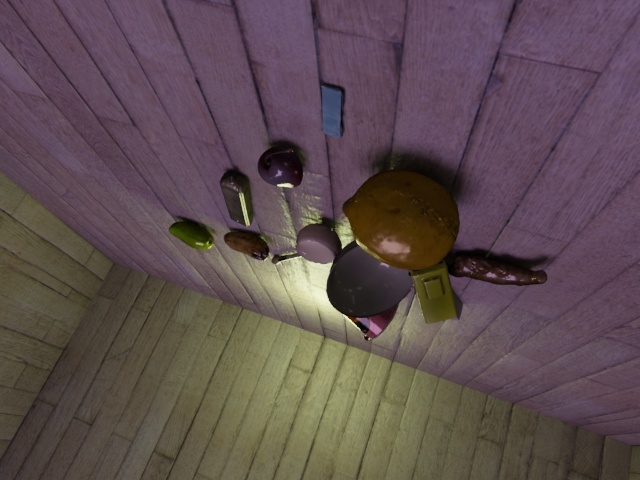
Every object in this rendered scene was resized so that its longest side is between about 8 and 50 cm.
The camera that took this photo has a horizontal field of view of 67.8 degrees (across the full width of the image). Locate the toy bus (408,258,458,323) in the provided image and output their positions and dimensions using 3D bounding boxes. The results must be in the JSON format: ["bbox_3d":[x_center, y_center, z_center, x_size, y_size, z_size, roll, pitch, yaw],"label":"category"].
[{"bbox_3d":[0.370,0.143,1.583,0.128,0.150,0.262,-16,128,10],"label":"toy bus"}]

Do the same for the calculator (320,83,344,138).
[{"bbox_3d":[0.029,-0.304,1.136,0.057,0.018,0.172,17,158,10],"label":"calculator"}]

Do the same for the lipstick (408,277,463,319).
[{"bbox_3d":[0.450,0.199,1.835,0.076,0.080,0.371,2,152,38],"label":"lipstick"}]

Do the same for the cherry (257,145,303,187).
[{"bbox_3d":[-0.089,-0.208,1.351,0.188,0.115,0.148,-6,126,41],"label":"cherry"}]

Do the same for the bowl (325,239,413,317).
[{"bbox_3d":[0.161,0.100,1.694,0.337,0.337,0.157,36,-165,-32],"label":"bowl"}]

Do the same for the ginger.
[{"bbox_3d":[0.551,0.097,1.510,0.333,0.080,0.166,5,168,36],"label":"ginger"}]

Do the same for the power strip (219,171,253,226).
[{"bbox_3d":[-0.304,-0.154,1.750,0.092,0.066,0.387,22,161,4],"label":"power strip"}]

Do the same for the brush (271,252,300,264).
[{"bbox_3d":[-0.141,0.072,2.163,0.039,0.042,0.299,34,152,-26],"label":"brush"}]

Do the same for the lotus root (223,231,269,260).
[{"bbox_3d":[-0.326,0.014,2.119,0.258,0.097,0.110,20,152,27],"label":"lotus root"}]

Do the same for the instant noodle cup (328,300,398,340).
[{"bbox_3d":[0.180,0.272,2.096,0.255,0.244,0.244,35,156,-8],"label":"instant noodle cup"}]

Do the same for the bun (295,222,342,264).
[{"bbox_3d":[0.000,0.000,1.739,0.172,0.120,0.173,15,150,9],"label":"bun"}]

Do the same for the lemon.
[{"bbox_3d":[0.208,-0.053,1.228,0.310,0.258,0.258,19,158,0],"label":"lemon"}]

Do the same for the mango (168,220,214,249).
[{"bbox_3d":[-0.613,-0.026,2.271,0.233,0.111,0.125,18,154,12],"label":"mango"}]
